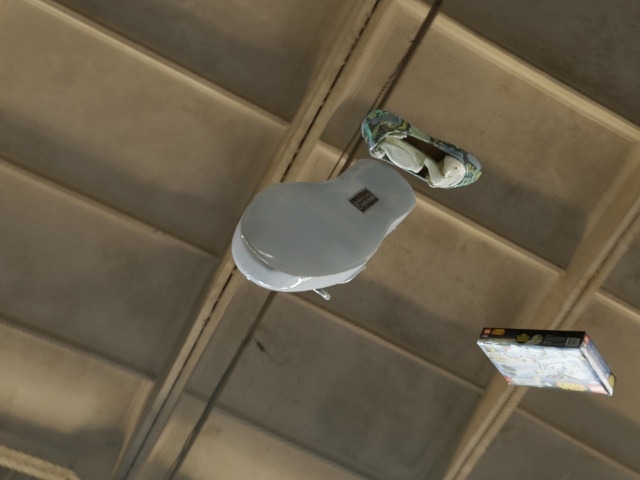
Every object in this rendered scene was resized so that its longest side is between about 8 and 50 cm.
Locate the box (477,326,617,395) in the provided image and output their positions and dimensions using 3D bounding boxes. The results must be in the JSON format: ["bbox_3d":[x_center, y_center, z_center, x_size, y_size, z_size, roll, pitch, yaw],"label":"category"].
[{"bbox_3d":[0.269,0.143,0.855,0.137,0.027,0.094,-4,-45,47],"label":"box"}]

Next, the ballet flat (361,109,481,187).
[{"bbox_3d":[0.133,-0.102,0.921,0.188,0.070,0.070,21,-74,-22],"label":"ballet flat"}]

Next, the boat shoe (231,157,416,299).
[{"bbox_3d":[-0.003,-0.003,0.717,0.113,0.306,0.105,41,-61,5],"label":"boat shoe"}]
